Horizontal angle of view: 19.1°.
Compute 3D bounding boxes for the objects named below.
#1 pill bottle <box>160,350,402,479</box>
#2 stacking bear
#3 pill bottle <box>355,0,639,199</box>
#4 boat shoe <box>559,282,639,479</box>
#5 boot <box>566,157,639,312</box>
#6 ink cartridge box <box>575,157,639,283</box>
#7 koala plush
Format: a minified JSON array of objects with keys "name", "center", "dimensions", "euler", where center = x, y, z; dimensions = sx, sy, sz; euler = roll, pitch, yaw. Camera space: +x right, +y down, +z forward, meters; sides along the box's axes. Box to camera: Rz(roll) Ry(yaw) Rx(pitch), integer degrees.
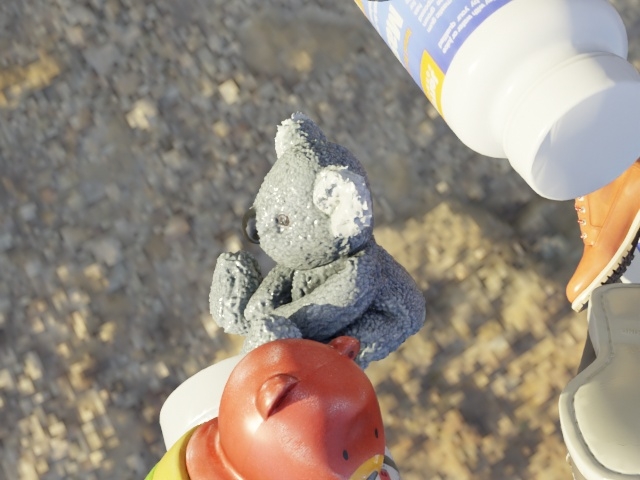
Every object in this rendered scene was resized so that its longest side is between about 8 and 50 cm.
[{"name":"pill bottle","center":[-0.010,0.286,1.642],"dimensions":[0.210,0.363,0.210],"euler":[-15,150,-9]},{"name":"stacking bear","center":[-0.047,0.192,1.331],"dimensions":[0.175,0.164,0.289],"euler":[-19,143,-48]},{"name":"pill bottle","center":[0.137,-0.159,1.447],"dimensions":[0.152,0.272,0.152],"euler":[-19,141,-17]},{"name":"boat shoe","center":[0.227,0.131,1.370],"dimensions":[0.116,0.324,0.097],"euler":[7,111,6]},{"name":"boot","center":[0.262,-0.011,1.784],"dimensions":[0.158,0.084,0.059],"euler":[-58,167,-4]},{"name":"ink cartridge box","center":[0.383,0.069,1.936],"dimensions":[0.065,0.165,0.333],"euler":[-31,98,-12]},{"name":"koala plush","center":[0.000,0.000,1.814],"dimensions":[0.203,0.196,0.221],"euler":[-8,115,-13]}]
